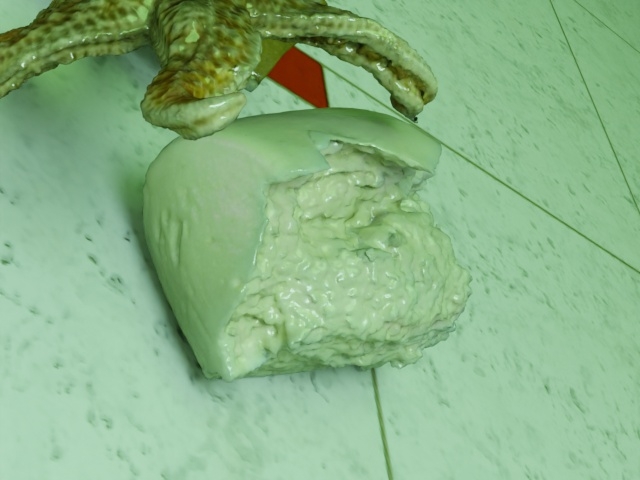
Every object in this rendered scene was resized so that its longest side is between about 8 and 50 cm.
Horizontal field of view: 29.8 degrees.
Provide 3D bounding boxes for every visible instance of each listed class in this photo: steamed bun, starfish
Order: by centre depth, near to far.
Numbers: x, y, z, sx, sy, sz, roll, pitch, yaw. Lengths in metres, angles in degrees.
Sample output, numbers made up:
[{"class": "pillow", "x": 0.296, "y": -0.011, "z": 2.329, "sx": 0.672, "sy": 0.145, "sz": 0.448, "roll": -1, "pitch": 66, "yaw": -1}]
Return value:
[{"class": "starfish", "x": -0.085, "y": -0.117, "z": 0.720, "sx": 0.327, "sy": 0.094, "sz": 0.375, "roll": 2, "pitch": 18, "yaw": -5}, {"class": "steamed bun", "x": 0.000, "y": 0.000, "z": 0.801, "sx": 0.225, "sy": 0.170, "sz": 0.200, "roll": -16, "pitch": 73, "yaw": -57}]

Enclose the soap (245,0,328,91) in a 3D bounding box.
[{"class": "soap", "x": -0.123, "y": -0.261, "z": 0.958, "sx": 0.281, "sy": 0.143, "sz": 0.259, "roll": 41, "pitch": 17, "yaw": -15}]
